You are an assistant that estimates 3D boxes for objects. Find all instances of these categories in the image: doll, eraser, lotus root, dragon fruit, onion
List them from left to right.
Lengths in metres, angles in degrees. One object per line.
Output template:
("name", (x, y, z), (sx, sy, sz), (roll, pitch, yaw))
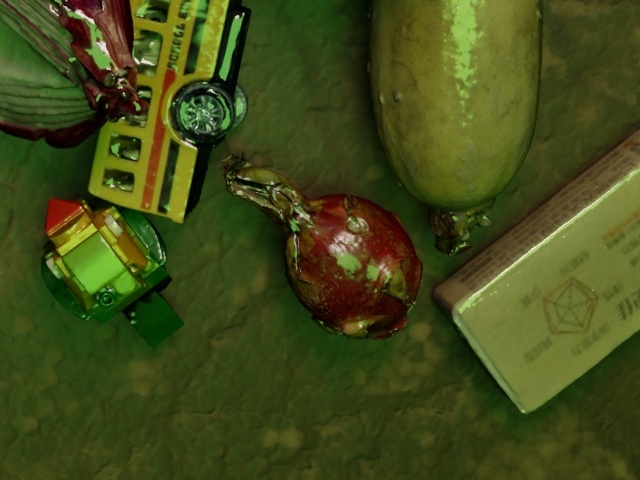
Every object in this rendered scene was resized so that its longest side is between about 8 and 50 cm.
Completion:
("onion", (-0.222, -0.181, 1.266), (0.120, 0.283, 0.227), (-43, 148, -29))
("doll", (-0.188, 0.023, 1.364), (0.106, 0.186, 0.134), (-35, 80, -2))
("dragon fruit", (0.000, 0.000, 1.414), (0.246, 0.125, 0.125), (42, 135, -21))
("lotus root", (0.127, -0.148, 1.393), (0.151, 0.169, 0.343), (4, 106, 29))
("eraser", (0.284, 0.008, 1.515), (0.343, 0.078, 0.144), (-37, 109, -3))

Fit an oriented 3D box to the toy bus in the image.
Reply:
("toy bus", (-0.114, -0.190, 1.352), (0.123, 0.121, 0.336), (13, 101, 2))
